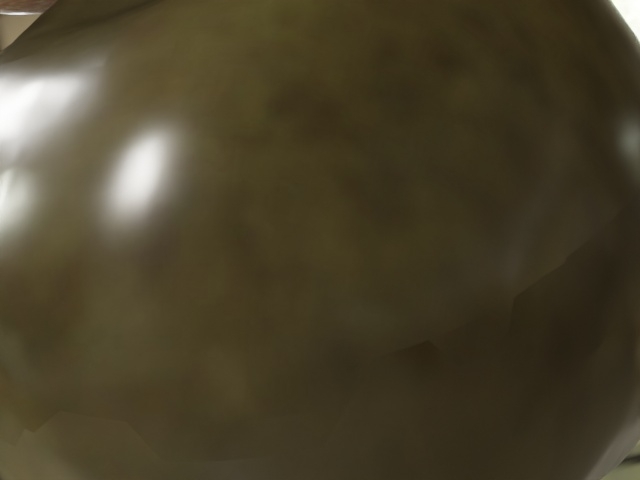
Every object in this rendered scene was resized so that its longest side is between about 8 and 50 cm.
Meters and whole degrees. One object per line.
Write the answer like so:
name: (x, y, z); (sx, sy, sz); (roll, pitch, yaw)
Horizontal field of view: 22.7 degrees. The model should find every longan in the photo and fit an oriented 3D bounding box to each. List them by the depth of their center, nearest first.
longan: (0.000, 0.000, 0.621); (0.288, 0.288, 0.350); (-18, 14, 33)

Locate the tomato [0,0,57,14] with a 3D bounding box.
tomato: (-0.138, -0.236, 0.712); (0.227, 0.270, 0.270); (25, 21, 24)
